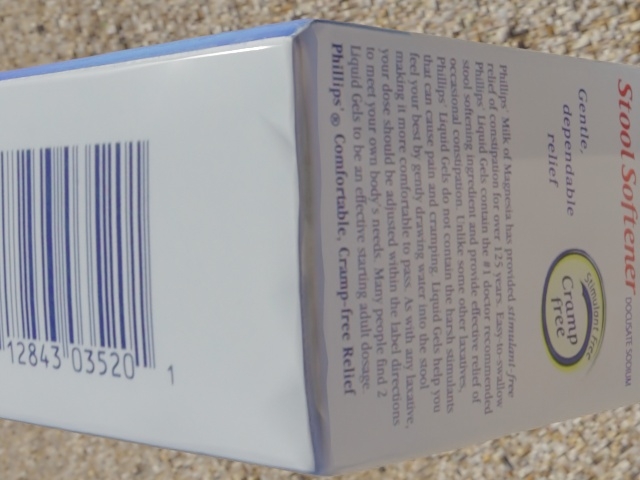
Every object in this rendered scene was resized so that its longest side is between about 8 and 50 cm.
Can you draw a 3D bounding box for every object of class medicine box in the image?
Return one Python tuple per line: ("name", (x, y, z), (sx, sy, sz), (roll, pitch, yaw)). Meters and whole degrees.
("medicine box", (0.000, 0.000, 0.571), (0.263, 0.289, 0.149), (-1, 92, 43))
